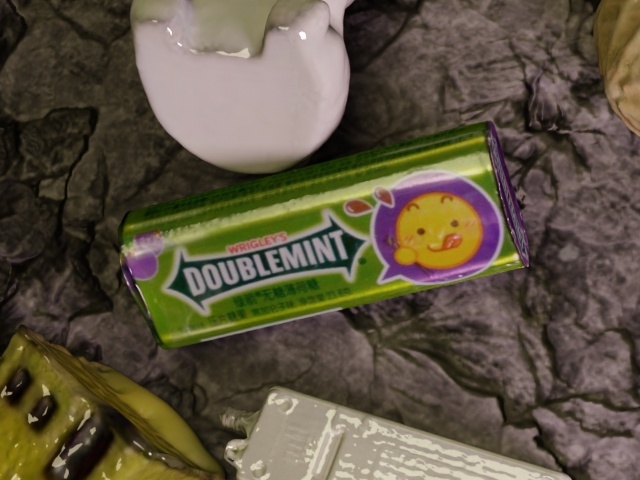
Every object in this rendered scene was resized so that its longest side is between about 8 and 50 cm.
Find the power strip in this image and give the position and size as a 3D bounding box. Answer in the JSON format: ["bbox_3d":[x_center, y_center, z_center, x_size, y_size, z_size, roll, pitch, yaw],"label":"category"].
[{"bbox_3d":[0.062,0.204,1.489,0.338,0.058,0.098,16,76,23],"label":"power strip"}]

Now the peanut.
[{"bbox_3d":[0.320,-0.224,1.537,0.136,0.120,0.298,16,73,19],"label":"peanut"}]

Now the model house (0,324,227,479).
[{"bbox_3d":[-0.235,0.226,1.536,0.193,0.175,0.234,39,96,27],"label":"model house"}]

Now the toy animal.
[{"bbox_3d":[-0.034,-0.237,1.625,0.196,0.241,0.367,6,57,13],"label":"toy animal"}]

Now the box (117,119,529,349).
[{"bbox_3d":[0.000,0.000,1.547,0.345,0.134,0.097,-13,27,13],"label":"box"}]
